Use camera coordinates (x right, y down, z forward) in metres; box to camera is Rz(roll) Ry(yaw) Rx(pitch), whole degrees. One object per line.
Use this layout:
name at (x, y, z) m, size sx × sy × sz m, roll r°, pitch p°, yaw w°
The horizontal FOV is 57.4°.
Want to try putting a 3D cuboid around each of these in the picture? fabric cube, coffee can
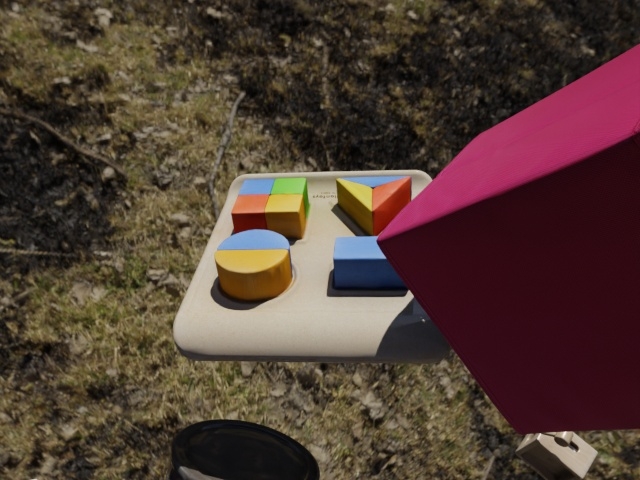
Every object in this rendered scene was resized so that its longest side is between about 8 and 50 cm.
fabric cube at (0.265, -0.005, 0.539) m, size 0.254 × 0.258 × 0.259 m, roll 52°, pitch 52°, yaw -7°
coffee can at (-0.131, 0.417, 0.795) m, size 0.202 × 0.201 × 0.275 m, roll 15°, pitch 96°, yaw 1°

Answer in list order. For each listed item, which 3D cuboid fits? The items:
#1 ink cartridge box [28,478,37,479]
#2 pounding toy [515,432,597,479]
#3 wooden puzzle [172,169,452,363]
ink cartridge box at (-0.579, 0.532, 1.018) m, size 0.100 × 0.237 × 0.172 m, roll -28°, pitch 74°, yaw 2°
pounding toy at (0.551, 0.468, 1.380) m, size 0.181 × 0.206 × 0.094 m, roll 40°, pitch 60°, yaw 17°
wooden puzzle at (0.000, 0.000, 0.766) m, size 0.322 × 0.080 × 0.347 m, roll 0°, pitch 39°, yaw 6°
